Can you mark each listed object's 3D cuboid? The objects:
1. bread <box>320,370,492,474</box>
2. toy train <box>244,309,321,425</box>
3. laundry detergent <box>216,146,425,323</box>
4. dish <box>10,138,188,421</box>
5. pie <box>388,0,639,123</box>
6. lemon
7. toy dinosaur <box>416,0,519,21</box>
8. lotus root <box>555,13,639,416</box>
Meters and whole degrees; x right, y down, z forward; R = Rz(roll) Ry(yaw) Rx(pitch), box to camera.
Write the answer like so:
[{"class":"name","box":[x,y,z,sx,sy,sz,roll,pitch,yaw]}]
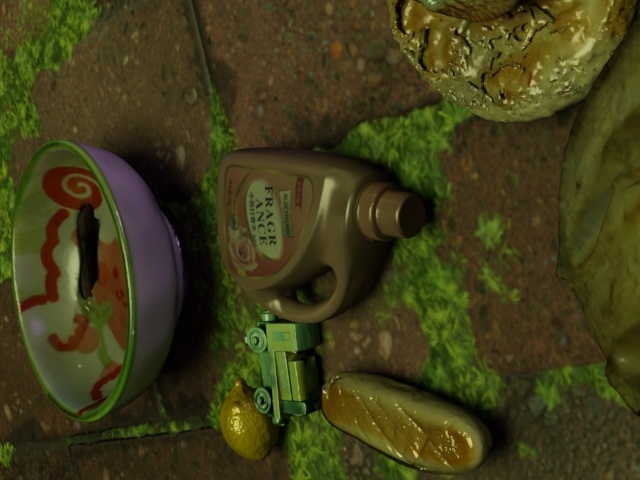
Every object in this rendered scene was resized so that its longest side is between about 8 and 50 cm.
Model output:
[{"class":"bread","box":[0.081,0.168,1.107,0.214,0.053,0.073,12,103,49]},{"class":"toy train","box":[-0.034,0.130,1.232,0.081,0.050,0.122,-5,93,41]},{"class":"laundry detergent","box":[0.000,0.000,1.145,0.237,0.076,0.171,13,109,44]},{"class":"dish","box":[-0.242,0.042,1.392,0.324,0.124,0.324,10,103,53]},{"class":"pie","box":[0.153,-0.228,0.939,0.274,0.055,0.274,5,97,48]},{"class":"lemon","box":[-0.077,0.192,1.278,0.065,0.065,0.092,-16,91,49]},{"class":"toy dinosaur","box":[0.073,-0.260,0.921,0.393,0.092,0.205,-8,93,41]},{"class":"lotus root","box":[0.272,-0.033,0.783,0.314,0.142,0.210,108,149,-58]}]
